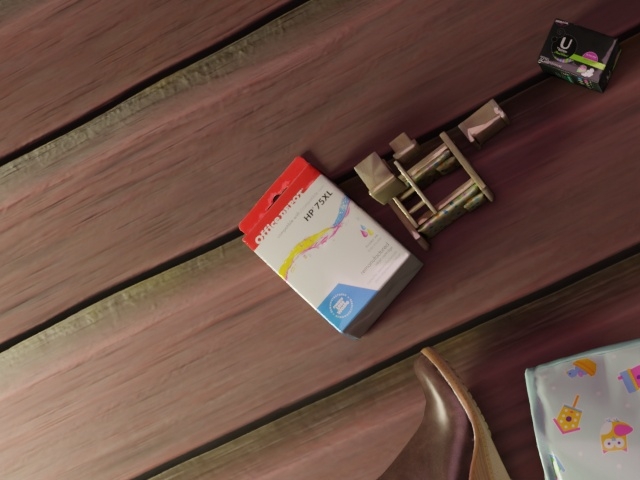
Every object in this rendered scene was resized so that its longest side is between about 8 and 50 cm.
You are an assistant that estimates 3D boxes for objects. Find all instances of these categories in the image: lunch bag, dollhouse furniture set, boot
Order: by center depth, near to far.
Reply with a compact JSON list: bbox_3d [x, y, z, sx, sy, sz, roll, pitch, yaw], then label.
[{"bbox_3d":[0.362,0.240,1.600,0.223,0.160,0.262,-15,81,15],"label":"lunch bag"},{"bbox_3d":[0.109,0.273,1.697,0.207,0.090,0.248,-26,80,0],"label":"boot"},{"bbox_3d":[0.158,-0.089,1.725,0.182,0.161,0.101,-38,71,9],"label":"dollhouse furniture set"}]

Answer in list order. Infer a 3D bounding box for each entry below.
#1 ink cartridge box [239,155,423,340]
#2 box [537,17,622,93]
[{"bbox_3d":[0.000,0.000,1.804,0.231,0.078,0.134,42,94,21],"label":"ink cartridge box"},{"bbox_3d":[0.321,-0.228,1.758,0.083,0.052,0.062,23,88,22],"label":"box"}]
